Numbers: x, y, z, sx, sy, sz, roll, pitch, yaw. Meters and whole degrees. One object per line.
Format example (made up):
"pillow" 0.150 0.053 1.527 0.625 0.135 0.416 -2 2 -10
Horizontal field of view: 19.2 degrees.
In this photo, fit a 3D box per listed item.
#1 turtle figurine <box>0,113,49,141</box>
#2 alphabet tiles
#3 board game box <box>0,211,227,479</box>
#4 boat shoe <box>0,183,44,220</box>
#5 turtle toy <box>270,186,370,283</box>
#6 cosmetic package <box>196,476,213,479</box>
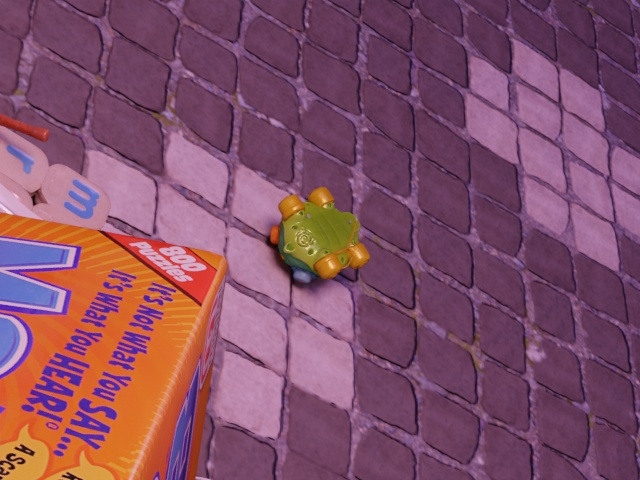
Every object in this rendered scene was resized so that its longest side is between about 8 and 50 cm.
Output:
"turtle figurine" -0.373 -0.141 1.632 0.269 0.087 0.217 37 39 -1
"alphabet tiles" -0.275 0.021 1.664 0.278 0.021 0.284 33 39 -18
"board game box" -0.269 0.197 0.968 0.356 0.356 0.356 10 20 2
"boat shoe" -0.262 0.008 1.626 0.184 0.066 0.063 43 64 -16
"turtle toy" 0.000 0.000 1.931 0.130 0.066 0.095 -17 71 -52
"cosmetic package" -0.131 0.302 1.332 0.129 0.296 0.153 21 44 -35
